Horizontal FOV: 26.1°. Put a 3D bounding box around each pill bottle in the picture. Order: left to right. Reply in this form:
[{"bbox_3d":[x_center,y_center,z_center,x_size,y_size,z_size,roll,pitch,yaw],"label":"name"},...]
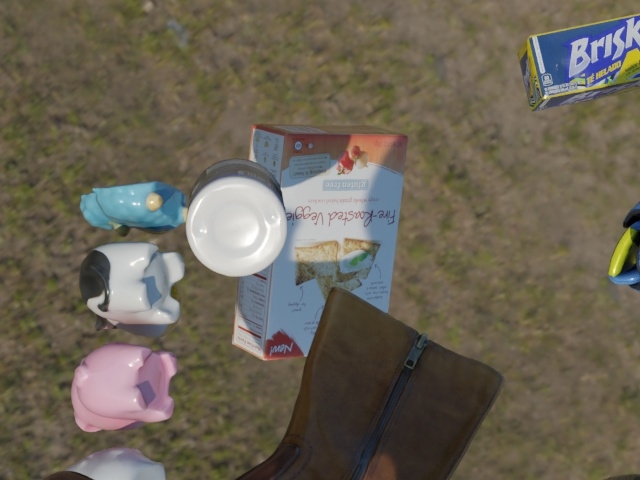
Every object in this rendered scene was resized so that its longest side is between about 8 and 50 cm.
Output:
[{"bbox_3d":[-0.067,-0.023,1.097,0.078,0.078,0.137,52,4,-11],"label":"pill bottle"}]

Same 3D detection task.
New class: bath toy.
[{"bbox_3d":[-0.196,0.120,1.306,0.151,0.129,0.348,40,51,-60],"label":"bath toy"}]

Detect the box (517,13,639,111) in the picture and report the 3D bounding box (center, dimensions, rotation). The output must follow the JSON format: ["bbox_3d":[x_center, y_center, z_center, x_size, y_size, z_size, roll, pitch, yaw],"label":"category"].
[{"bbox_3d":[0.249,-0.150,1.116,0.169,0.059,0.054,-12,84,-3],"label":"box"}]

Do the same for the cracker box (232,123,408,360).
[{"bbox_3d":[0.000,0.000,1.414,0.155,0.067,0.232,-3,105,-36],"label":"cracker box"}]

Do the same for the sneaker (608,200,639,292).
[{"bbox_3d":[0.194,-0.007,0.755,0.209,0.082,0.069,-45,127,-80],"label":"sneaker"}]

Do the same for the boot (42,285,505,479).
[{"bbox_3d":[-0.028,0.138,0.943,0.264,0.096,0.280,23,57,4],"label":"boot"}]

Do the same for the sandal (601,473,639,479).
[{"bbox_3d":[0.216,0.206,0.933,0.302,0.120,0.086,-14,37,-26],"label":"sandal"}]
